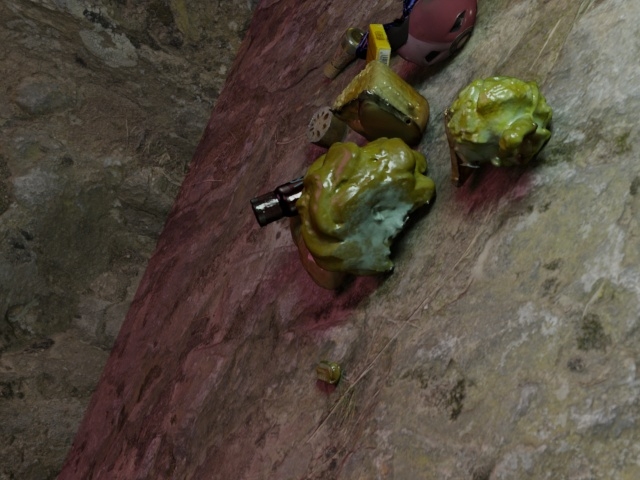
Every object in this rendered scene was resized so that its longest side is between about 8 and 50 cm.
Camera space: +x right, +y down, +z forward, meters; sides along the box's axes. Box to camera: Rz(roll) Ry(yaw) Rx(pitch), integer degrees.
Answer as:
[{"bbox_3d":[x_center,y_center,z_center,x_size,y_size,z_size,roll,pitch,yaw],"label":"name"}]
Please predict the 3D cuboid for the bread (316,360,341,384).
[{"bbox_3d":[0.019,0.290,1.656,0.088,0.034,0.049,169,110,-66],"label":"bread"}]

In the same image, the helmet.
[{"bbox_3d":[0.281,-0.508,1.795,0.253,0.154,0.198,-15,14,48],"label":"helmet"}]

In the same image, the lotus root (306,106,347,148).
[{"bbox_3d":[0.021,-0.329,2.223,0.122,0.081,0.112,-63,25,0],"label":"lotus root"}]

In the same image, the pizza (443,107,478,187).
[{"bbox_3d":[0.275,-0.202,1.482,0.036,0.176,0.184,12,84,39],"label":"pizza"}]

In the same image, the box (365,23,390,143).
[{"bbox_3d":[0.139,-0.401,1.945,0.152,0.044,0.269,-95,8,-53],"label":"box"}]

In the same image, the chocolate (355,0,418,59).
[{"bbox_3d":[0.221,-0.589,2.055,0.148,0.126,0.343,-32,-6,-43],"label":"chocolate"}]

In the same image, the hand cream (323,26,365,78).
[{"bbox_3d":[0.072,-0.585,2.400,0.203,0.084,0.084,-44,29,51],"label":"hand cream"}]

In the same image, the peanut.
[{"bbox_3d":[0.000,0.000,1.870,0.149,0.149,0.313,-54,29,21],"label":"peanut"}]

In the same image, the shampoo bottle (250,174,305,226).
[{"bbox_3d":[-0.012,-0.127,1.849,0.323,0.084,0.129,-22,22,-8],"label":"shampoo bottle"}]

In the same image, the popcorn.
[{"bbox_3d":[0.325,-0.203,1.356,0.198,0.198,0.212,-55,33,19],"label":"popcorn"}]

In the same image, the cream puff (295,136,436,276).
[{"bbox_3d":[0.070,-0.097,1.661,0.323,0.274,0.270,-57,33,8],"label":"cream puff"}]

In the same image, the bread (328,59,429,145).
[{"bbox_3d":[0.160,-0.317,1.800,0.162,0.204,0.262,-55,19,-10],"label":"bread"}]
